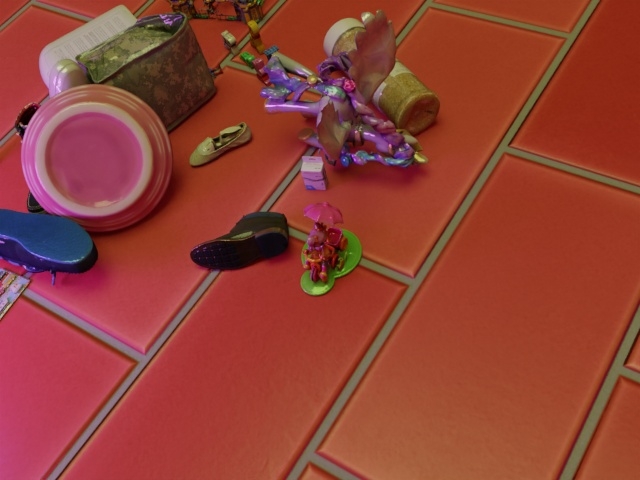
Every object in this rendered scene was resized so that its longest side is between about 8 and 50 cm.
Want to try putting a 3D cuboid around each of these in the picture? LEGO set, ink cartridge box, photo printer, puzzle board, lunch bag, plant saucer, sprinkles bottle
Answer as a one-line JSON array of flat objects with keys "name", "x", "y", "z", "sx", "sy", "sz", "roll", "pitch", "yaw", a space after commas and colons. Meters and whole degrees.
[{"name": "LEGO set", "x": -0.176, "y": -0.515, "z": 1.972, "sx": 0.087, "sy": 0.093, "sz": 0.227, "roll": -35, "pitch": 54, "yaw": -13}, {"name": "ink cartridge box", "x": -0.014, "y": -0.149, "z": 1.669, "sx": 0.048, "sy": 0.083, "sz": 0.028, "roll": 3, "pitch": 55, "yaw": 15}, {"name": "photo printer", "x": -0.606, "y": -0.491, "z": 2.045, "sx": 0.307, "sy": 0.107, "sz": 0.256, "roll": -34, "pitch": 54, "yaw": -12}, {"name": "puzzle board", "x": -0.722, "y": 0.124, "z": 1.675, "sx": 0.096, "sy": 0.011, "sz": 0.128, "roll": 17, "pitch": 60, "yaw": 24}, {"name": "lunch bag", "x": -0.414, "y": -0.407, "z": 1.856, "sx": 0.287, "sy": 0.235, "sz": 0.169, "roll": -34, "pitch": 51, "yaw": -13}, {"name": "LEGO set", "x": -0.290, "y": -0.756, "z": 2.115, "sx": 0.331, "sy": 0.192, "sz": 0.255, "roll": 15, "pitch": 59, "yaw": 23}, {"name": "plant saucer", "x": -0.497, "y": -0.181, "z": 1.670, "sx": 0.332, "sy": 0.332, "sz": 0.084, "roll": -23, "pitch": 11, "yaw": -5}, {"name": "sprinkles bottle", "x": 0.140, "y": -0.396, "z": 1.795, "sx": 0.121, "sy": 0.121, "sz": 0.355, "roll": -29, "pitch": 54, "yaw": -9}]

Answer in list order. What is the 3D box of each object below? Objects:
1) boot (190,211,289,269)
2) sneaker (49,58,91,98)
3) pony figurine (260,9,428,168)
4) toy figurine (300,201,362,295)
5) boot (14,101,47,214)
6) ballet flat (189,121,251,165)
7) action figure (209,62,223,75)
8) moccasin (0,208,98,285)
[{"name": "boot", "x": -0.168, "y": -0.001, "z": 1.618, "sx": 0.219, "sy": 0.082, "sz": 0.106, "roll": -10, "pitch": 31, "yaw": 11}, {"name": "sneaker", "x": -0.531, "y": -0.273, "z": 1.759, "sx": 0.169, "sy": 0.292, "sz": 0.108, "roll": 32, "pitch": 54, "yaw": 27}, {"name": "pony figurine", "x": 0.043, "y": -0.292, "z": 1.613, "sx": 0.363, "sy": 0.351, "sz": 0.303, "roll": 23, "pitch": 74, "yaw": 32}, {"name": "toy figurine", "x": 0.000, "y": 0.000, "z": 1.508, "sx": 0.130, "sy": 0.159, "sz": 0.173, "roll": 16, "pitch": 60, "yaw": 23}, {"name": "boot", "x": -0.680, "y": -0.194, "z": 1.795, "sx": 0.085, "sy": 0.178, "sz": 0.236, "roll": -2, "pitch": 53, "yaw": 11}, {"name": "ballet flat", "x": -0.247, "y": -0.238, "z": 1.808, "sx": 0.168, "sy": 0.052, "sz": 0.057, "roll": -29, "pitch": 53, "yaw": -9}, {"name": "action figure", "x": -0.319, "y": -0.441, "z": 1.993, "sx": 0.115, "sy": 0.030, "sz": 0.038, "roll": -24, "pitch": 57, "yaw": -3}, {"name": "moccasin", "x": -0.620, "y": 0.012, "z": 1.675, "sx": 0.342, "sy": 0.117, "sz": 0.138, "roll": 18, "pitch": 47, "yaw": 30}]
